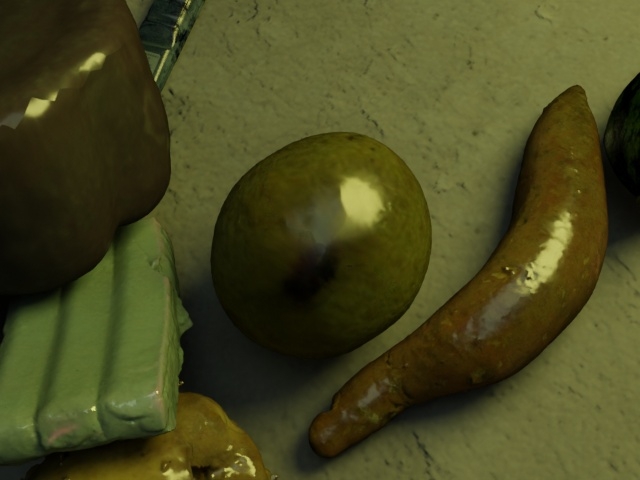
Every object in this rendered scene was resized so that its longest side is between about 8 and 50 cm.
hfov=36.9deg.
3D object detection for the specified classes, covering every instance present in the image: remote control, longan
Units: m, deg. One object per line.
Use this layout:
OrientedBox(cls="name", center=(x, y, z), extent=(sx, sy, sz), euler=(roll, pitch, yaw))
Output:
OrientedBox(cls="remote control", center=(-0.138, -0.171, 0.813), extent=(0.043, 0.027, 0.153), euler=(17, 69, 8))
OrientedBox(cls="longan", center=(0.000, 0.000, 0.657), extent=(0.154, 0.145, 0.176), euler=(-19, 21, 8))

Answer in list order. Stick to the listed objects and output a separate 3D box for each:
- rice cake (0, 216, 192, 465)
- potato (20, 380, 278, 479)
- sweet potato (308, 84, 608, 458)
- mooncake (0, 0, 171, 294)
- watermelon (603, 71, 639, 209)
OrientedBox(cls="rice cake", center=(-0.150, 0.058, 0.628), extent=(0.127, 0.043, 0.237), euler=(-14, 29, 0))
OrientedBox(cls="potato", center=(-0.125, 0.226, 0.556), extent=(0.172, 0.140, 0.300), euler=(13, 60, 25))
OrientedBox(cls="sweet potato", center=(0.130, 0.030, 0.671), extent=(0.108, 0.079, 0.346), euler=(22, 66, 47))
OrientedBox(cls="mooncake", center=(-0.254, -0.071, 0.667), extent=(0.305, 0.154, 0.306), euler=(-8, 41, 7))
OrientedBox(cls="watermelon", center=(0.300, -0.098, 0.715), extent=(0.245, 0.063, 0.119), euler=(-26, 80, -26))
